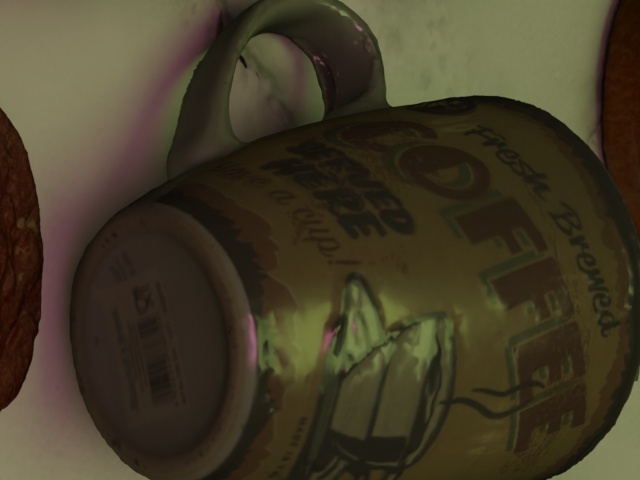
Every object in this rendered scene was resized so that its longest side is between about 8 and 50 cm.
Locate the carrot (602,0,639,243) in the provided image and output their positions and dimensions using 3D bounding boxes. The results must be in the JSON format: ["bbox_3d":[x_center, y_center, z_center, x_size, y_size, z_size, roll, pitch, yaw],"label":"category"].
[{"bbox_3d":[0.328,-0.101,1.287,0.258,0.100,0.307,-53,132,-35],"label":"carrot"}]

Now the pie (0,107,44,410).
[{"bbox_3d":[-0.176,0.011,0.687,0.182,0.050,0.182,2,90,-69],"label":"pie"}]

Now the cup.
[{"bbox_3d":[0.000,0.000,0.834,0.257,0.227,0.301,-3,70,-47],"label":"cup"}]
